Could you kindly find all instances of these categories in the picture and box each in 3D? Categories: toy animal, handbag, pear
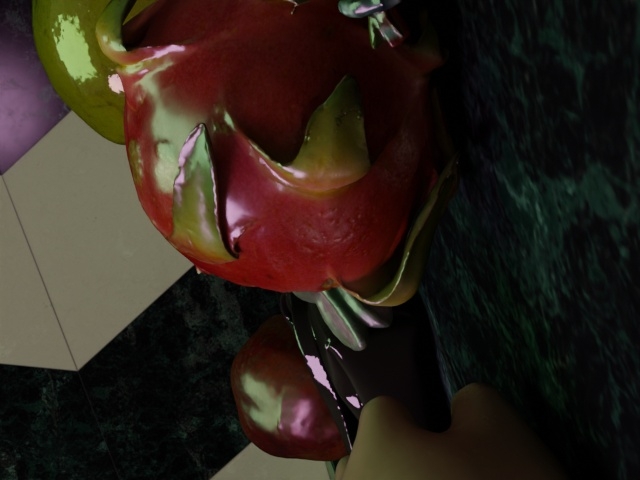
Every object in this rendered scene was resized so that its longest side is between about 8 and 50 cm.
[{"bbox_3d":[0.088,0.257,0.662,0.326,0.237,0.269,88,174,-58],"label":"toy animal"},{"bbox_3d":[0.050,0.140,1.048,0.285,0.113,0.257,-126,13,-70],"label":"handbag"},{"bbox_3d":[-0.176,-0.253,1.028,0.253,0.253,0.307,-167,67,-82],"label":"pear"},{"bbox_3d":[0.000,-0.003,0.917,0.251,0.125,0.127,-117,42,-59],"label":"toy animal"}]

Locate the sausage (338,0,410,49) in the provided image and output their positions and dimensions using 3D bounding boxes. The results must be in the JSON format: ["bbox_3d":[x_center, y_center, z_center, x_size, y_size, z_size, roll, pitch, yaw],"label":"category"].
[{"bbox_3d":[-0.007,-0.232,0.423,0.117,0.125,0.317,-56,-39,-49],"label":"sausage"}]

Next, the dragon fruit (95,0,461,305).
[{"bbox_3d":[-0.019,-0.081,0.615,0.224,0.224,0.227,-114,18,-44],"label":"dragon fruit"}]

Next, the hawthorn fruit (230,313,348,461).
[{"bbox_3d":[-0.007,0.212,1.379,0.248,0.208,0.208,17,128,53],"label":"hawthorn fruit"}]
